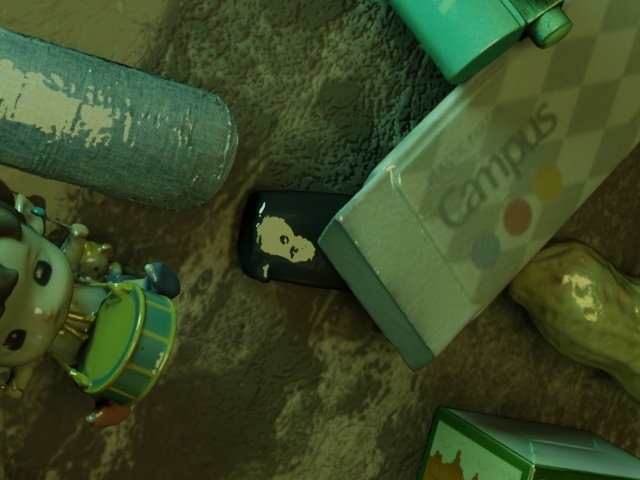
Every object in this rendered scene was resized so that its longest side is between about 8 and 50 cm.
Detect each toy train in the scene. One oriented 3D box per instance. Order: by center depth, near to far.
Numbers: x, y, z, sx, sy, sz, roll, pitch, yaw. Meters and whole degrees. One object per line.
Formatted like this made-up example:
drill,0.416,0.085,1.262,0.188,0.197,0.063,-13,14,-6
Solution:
toy train,0.102,-0.250,1.230,0.159,0.101,0.248,-33,80,-11

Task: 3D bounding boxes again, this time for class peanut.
peanut,0.296,0.078,1.426,0.257,0.123,0.123,35,86,-27

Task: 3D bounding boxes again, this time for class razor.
razor,0.000,0.000,1.300,0.148,0.054,0.090,6,95,-27

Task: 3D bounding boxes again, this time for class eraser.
eraser,0.178,-0.081,1.319,0.397,0.082,0.213,-45,117,-20

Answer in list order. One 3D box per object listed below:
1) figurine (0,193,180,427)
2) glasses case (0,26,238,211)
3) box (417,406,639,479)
figurine,-0.248,0.042,1.130,0.275,0.158,0.161,21,83,-29
glasses case,-0.198,-0.099,1.175,0.282,0.067,0.109,14,98,-29
box,0.216,0.266,1.395,0.195,0.177,0.148,13,97,-28
